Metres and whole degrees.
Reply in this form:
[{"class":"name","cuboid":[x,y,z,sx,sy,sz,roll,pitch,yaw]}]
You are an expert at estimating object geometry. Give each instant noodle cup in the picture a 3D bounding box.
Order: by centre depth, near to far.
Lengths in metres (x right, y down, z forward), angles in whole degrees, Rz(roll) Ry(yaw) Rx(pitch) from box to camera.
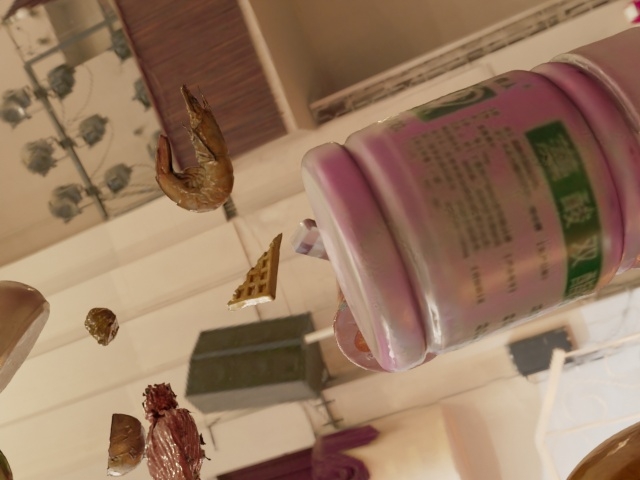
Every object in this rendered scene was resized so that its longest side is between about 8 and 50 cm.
[{"class":"instant noodle cup","cuboid":[0.132,0.105,1.535,0.243,0.243,0.231,59,-170,-30]}]

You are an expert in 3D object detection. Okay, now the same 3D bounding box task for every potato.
[{"class":"potato","cuboid":[-0.400,0.436,1.588,0.172,0.089,0.101,112,161,-49]}]

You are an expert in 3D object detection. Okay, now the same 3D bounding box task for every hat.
[{"class":"hat","cuboid":[-0.242,0.372,1.286,0.237,0.107,0.286,113,143,-50]}]

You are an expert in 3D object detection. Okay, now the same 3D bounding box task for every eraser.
[{"class":"eraser","cuboid":[0.000,0.000,1.374,0.105,0.065,0.026,14,-146,-38]}]

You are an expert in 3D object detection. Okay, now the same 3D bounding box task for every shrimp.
[{"class":"shrimp","cuboid":[-0.166,-0.113,0.950,0.045,0.095,0.163,-41,-66,-80]}]

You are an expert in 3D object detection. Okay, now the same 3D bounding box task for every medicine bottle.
[{"class":"medicine bottle","cuboid":[0.166,-0.037,0.667,0.212,0.325,0.212,159,90,-84]}]

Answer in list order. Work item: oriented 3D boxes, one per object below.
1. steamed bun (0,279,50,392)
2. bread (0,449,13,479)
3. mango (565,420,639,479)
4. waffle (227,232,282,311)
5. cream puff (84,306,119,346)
[{"class":"steamed bun","cuboid":[-0.737,0.209,1.670,0.177,0.283,0.283,30,-155,-6]},{"class":"bread","cuboid":[-0.383,0.284,0.705,0.228,0.033,0.229,-14,-75,-61]},{"class":"mango","cuboid":[0.379,0.266,0.650,0.221,0.378,0.264,77,-178,-50]},{"class":"waffle","cuboid":[-0.150,0.067,1.732,0.032,0.125,0.191,53,-151,-42]},{"class":"cream puff","cuboid":[-0.408,0.158,1.423,0.083,0.058,0.083,43,171,24]}]
